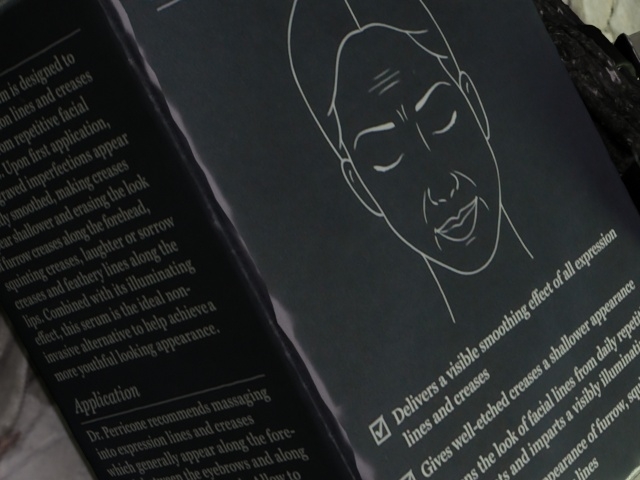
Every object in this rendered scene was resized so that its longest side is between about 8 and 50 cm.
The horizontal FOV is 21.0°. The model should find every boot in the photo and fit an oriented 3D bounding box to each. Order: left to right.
[{"bbox_3d":[0.173,-0.032,1.177,0.260,0.348,0.131,38,66,20],"label":"boot"}]

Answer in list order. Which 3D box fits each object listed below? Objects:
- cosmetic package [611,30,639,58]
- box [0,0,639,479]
[{"bbox_3d":[0.284,-0.051,1.317,0.085,0.117,0.231,-21,92,-44],"label":"cosmetic package"},{"bbox_3d":[0.000,0.000,0.979,0.293,0.212,0.395,-34,100,-42],"label":"box"}]
